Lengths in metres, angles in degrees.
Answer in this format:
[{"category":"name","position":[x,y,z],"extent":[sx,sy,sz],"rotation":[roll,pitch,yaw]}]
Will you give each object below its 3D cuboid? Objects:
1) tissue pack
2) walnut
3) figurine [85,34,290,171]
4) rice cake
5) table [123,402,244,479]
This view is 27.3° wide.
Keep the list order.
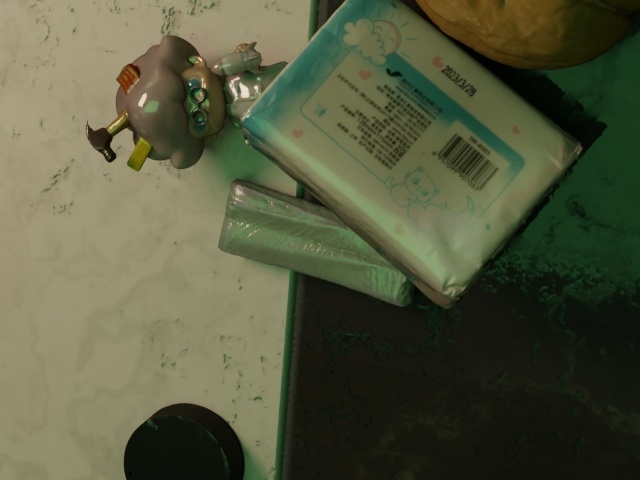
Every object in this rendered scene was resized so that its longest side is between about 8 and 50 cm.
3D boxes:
[{"category":"tissue pack","position":[0.085,-0.093,1.268],"extent":[0.271,0.124,0.201],"rotation":[40,89,7]},{"category":"walnut","position":[0.187,-0.254,1.189],"extent":[0.225,0.193,0.193],"rotation":[22,108,12]},{"category":"figurine","position":[-0.127,-0.147,1.367],"extent":[0.228,0.112,0.137],"rotation":[-7,108,8]},{"category":"rice cake","position":[0.001,0.001,1.386],"extent":[0.221,0.042,0.080],"rotation":[17,102,17]},{"category":"table","position":[-0.155,0.255,1.495],"extent":[0.133,0.043,0.134],"rotation":[4,103,18]}]
